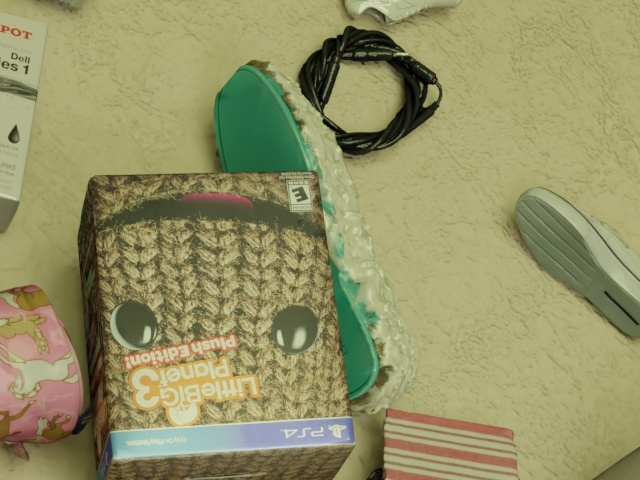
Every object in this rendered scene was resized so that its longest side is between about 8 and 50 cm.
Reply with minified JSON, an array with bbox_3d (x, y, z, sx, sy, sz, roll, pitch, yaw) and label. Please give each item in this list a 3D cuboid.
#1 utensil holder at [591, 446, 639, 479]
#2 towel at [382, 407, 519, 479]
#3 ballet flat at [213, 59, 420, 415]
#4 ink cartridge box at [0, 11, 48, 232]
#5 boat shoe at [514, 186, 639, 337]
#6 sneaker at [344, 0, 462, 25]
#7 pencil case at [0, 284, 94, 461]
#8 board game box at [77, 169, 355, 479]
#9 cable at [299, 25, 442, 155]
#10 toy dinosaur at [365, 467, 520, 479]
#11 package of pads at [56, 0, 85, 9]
[{"bbox_3d":[0.440,0.321,1.813,0.327,0.385,0.328,9,64,-18],"label":"utensil holder"},{"bbox_3d":[0.132,0.245,1.831,0.144,0.029,0.197,10,30,-3],"label":"towel"},{"bbox_3d":[0.000,0.000,1.952,0.147,0.147,0.409,-13,75,-27],"label":"ballet flat"},{"bbox_3d":[-0.381,-0.136,1.859,0.160,0.092,0.219,13,63,-17],"label":"ink cartridge box"},{"bbox_3d":[0.319,0.016,2.095,0.226,0.083,0.076,48,46,-9],"label":"boat shoe"},{"bbox_3d":[0.098,-0.287,2.157,0.152,0.054,0.061,3,74,-14],"label":"sneaker"},{"bbox_3d":[-0.414,0.165,1.665,0.386,0.160,0.167,-16,89,-28],"label":"pencil case"},{"bbox_3d":[-0.108,0.092,1.749,0.232,0.141,0.291,-3,66,-13],"label":"board game box"},{"bbox_3d":[0.049,-0.175,2.082,0.184,0.047,0.150,-37,84,-31],"label":"cable"},{"bbox_3d":[0.088,0.336,1.830,0.322,0.164,0.218,-29,64,-12],"label":"toy dinosaur"},{"bbox_3d":[-0.323,-0.424,2.014,0.229,0.101,0.297,19,62,-12],"label":"package of pads"}]
